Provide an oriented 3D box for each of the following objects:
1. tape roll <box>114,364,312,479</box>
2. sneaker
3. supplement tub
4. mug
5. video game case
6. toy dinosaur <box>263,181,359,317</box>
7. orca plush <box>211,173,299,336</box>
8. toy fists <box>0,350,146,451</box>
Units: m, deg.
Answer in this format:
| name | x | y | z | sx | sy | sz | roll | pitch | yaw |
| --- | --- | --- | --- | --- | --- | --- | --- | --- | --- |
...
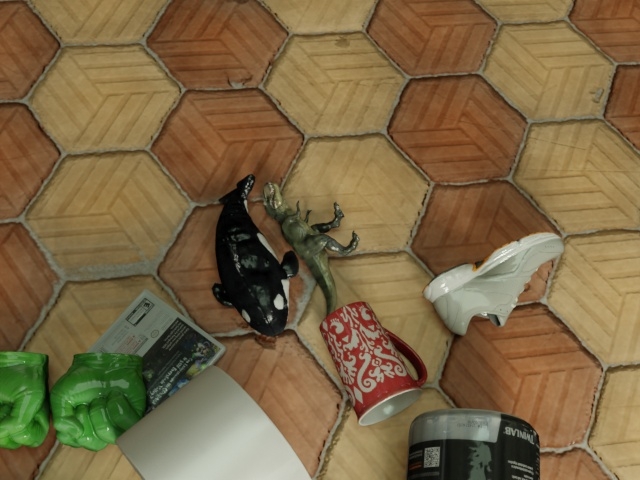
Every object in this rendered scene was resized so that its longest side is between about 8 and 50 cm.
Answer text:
| name | x | y | z | sx | sy | sz | roll | pitch | yaw |
| --- | --- | --- | --- | --- | --- | --- | --- | --- | --- |
| tape roll | -0.144 | 0.318 | 1.103 | 0.169 | 0.246 | 0.246 | -37 | 72 | -20 |
| sneaker | 0.310 | 0.079 | 1.360 | 0.262 | 0.099 | 0.121 | -24 | 76 | -8 |
| supplement tub | 0.210 | 0.411 | 1.119 | 0.193 | 0.194 | 0.316 | 9 | 63 | -1 |
| mug | 0.082 | 0.195 | 1.282 | 0.113 | 0.150 | 0.169 | -37 | 63 | 17 |
| video game case | -0.277 | 0.196 | 1.276 | 0.173 | 0.022 | 0.190 | 34 | 65 | 12 |
| toy dinosaur | 0.000 | 0.000 | 1.379 | 0.118 | 0.064 | 0.268 | -30 | 70 | -2 |
| orca plush | -0.118 | 0.012 | 1.321 | 0.151 | 0.102 | 0.287 | -6 | 64 | 8 |
| toy fists | -0.397 | 0.240 | 1.188 | 0.279 | 0.096 | 0.142 | 0 | 75 | 2 |
